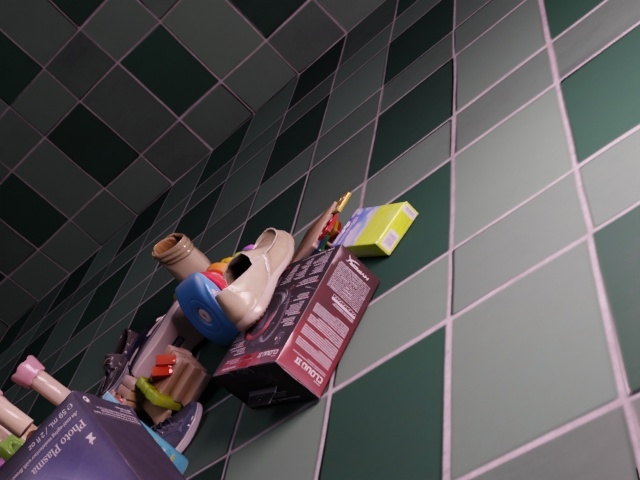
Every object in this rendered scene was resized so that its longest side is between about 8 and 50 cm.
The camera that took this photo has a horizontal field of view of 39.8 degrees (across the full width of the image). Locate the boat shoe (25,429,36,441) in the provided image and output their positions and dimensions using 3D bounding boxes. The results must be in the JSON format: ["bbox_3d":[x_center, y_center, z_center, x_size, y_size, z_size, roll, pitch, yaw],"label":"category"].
[{"bbox_3d":[-0.516,0.423,1.717,0.302,0.109,0.098,147,134,-77],"label":"boat shoe"}]

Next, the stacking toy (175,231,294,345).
[{"bbox_3d":[-0.155,0.077,1.953,0.302,0.175,0.165,-43,6,-34],"label":"stacking toy"}]

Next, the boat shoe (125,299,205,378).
[{"bbox_3d":[-0.339,0.196,2.087,0.340,0.127,0.158,-49,27,-4],"label":"boat shoe"}]

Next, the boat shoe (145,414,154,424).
[{"bbox_3d":[-0.329,0.341,1.908,0.190,0.068,0.072,-60,34,0],"label":"boat shoe"}]

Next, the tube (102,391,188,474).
[{"bbox_3d":[-0.339,0.372,1.639,0.052,0.207,0.080,-14,39,58],"label":"tube"}]

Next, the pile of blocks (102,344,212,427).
[{"bbox_3d":[-0.391,0.353,1.833,0.362,0.112,0.149,-40,50,20],"label":"pile of blocks"}]

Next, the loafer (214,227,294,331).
[{"bbox_3d":[-0.124,0.052,1.650,0.102,0.092,0.269,-38,20,30],"label":"loafer"}]

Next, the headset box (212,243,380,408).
[{"bbox_3d":[-0.050,0.168,1.573,0.218,0.110,0.293,-23,31,50],"label":"headset box"}]

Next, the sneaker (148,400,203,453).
[{"bbox_3d":[-0.347,0.374,1.722,0.226,0.163,0.086,-51,18,-15],"label":"sneaker"}]

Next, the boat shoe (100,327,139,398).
[{"bbox_3d":[-0.538,0.323,2.338,0.080,0.076,0.229,-30,25,40],"label":"boat shoe"}]

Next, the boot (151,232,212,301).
[{"bbox_3d":[-0.343,0.080,2.208,0.262,0.203,0.095,-14,37,55],"label":"boot"}]

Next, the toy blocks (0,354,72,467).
[{"bbox_3d":[-0.712,0.363,1.744,0.309,0.260,0.288,-54,0,4],"label":"toy blocks"}]

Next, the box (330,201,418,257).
[{"bbox_3d":[0.102,-0.018,1.718,0.109,0.042,0.178,-54,20,-20],"label":"box"}]

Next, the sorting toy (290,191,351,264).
[{"bbox_3d":[0.000,0.000,1.859,0.274,0.046,0.132,-45,14,50],"label":"sorting toy"}]

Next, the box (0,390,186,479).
[{"bbox_3d":[-0.361,0.448,1.374,0.296,0.183,0.294,-48,62,-1],"label":"box"}]
